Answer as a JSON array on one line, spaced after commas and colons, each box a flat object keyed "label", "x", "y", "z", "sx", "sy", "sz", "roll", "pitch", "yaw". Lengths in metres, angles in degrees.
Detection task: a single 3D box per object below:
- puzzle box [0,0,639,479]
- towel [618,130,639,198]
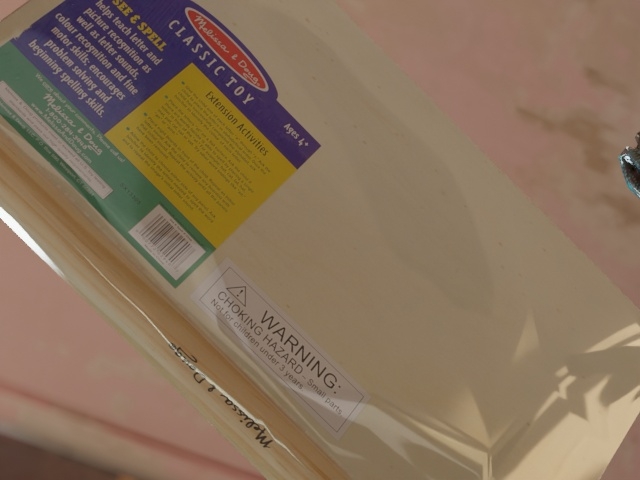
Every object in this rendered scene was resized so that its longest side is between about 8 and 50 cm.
[{"label": "puzzle box", "x": 0.000, "y": 0.000, "z": 1.079, "sx": 0.052, "sy": 0.409, "sz": 0.272, "roll": -43, "pitch": 2, "yaw": 43}, {"label": "towel", "x": 0.235, "y": 0.119, "z": 0.572, "sx": 0.040, "sy": 0.271, "sz": 0.370, "roll": -42, "pitch": 29, "yaw": 5}]
